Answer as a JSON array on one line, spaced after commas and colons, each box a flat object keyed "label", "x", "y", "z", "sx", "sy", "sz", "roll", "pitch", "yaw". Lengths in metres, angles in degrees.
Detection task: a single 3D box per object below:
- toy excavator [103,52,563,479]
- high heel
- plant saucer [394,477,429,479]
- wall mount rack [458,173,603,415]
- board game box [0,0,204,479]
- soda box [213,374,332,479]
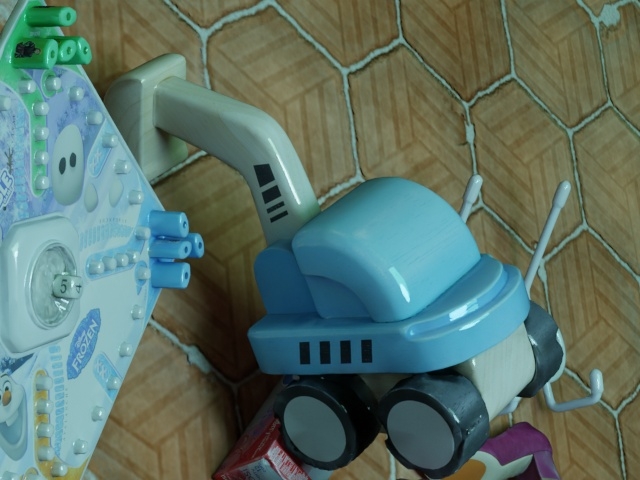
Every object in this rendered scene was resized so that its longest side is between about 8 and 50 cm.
[{"label": "toy excavator", "x": 0.000, "y": 0.000, "z": 1.819, "sx": 0.222, "sy": 0.432, "sz": 0.445, "roll": -34, "pitch": 113, "yaw": -46}, {"label": "high heel", "x": 0.206, "y": 0.263, "z": 2.185, "sx": 0.244, "sy": 0.082, "sz": 0.117, "roll": 10, "pitch": 37, "yaw": -32}, {"label": "plant saucer", "x": 0.000, "y": 0.368, "z": 1.725, "sx": 0.084, "sy": 0.332, "sz": 0.332, "roll": 37, "pitch": 44, "yaw": 2}, {"label": "wall mount rack", "x": 0.253, "y": 0.079, "z": 2.253, "sx": 0.350, "sy": 0.130, "sz": 0.304, "roll": 2, "pitch": 73, "yaw": -49}, {"label": "board game box", "x": -0.248, "y": 0.041, "z": 1.582, "sx": 0.390, "sy": 0.050, "sz": 0.390, "roll": 65, "pitch": 38, "yaw": -49}, {"label": "soda box", "x": -0.012, "y": 0.200, "z": 1.931, "sx": 0.083, "sy": 0.092, "sz": 0.263, "roll": 51, "pitch": 42, "yaw": -14}]
